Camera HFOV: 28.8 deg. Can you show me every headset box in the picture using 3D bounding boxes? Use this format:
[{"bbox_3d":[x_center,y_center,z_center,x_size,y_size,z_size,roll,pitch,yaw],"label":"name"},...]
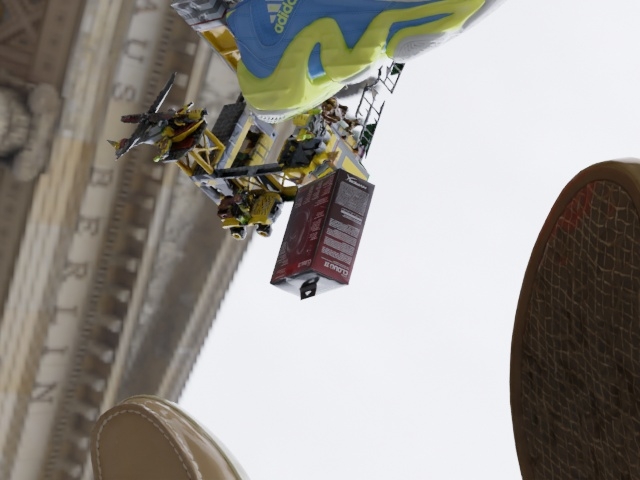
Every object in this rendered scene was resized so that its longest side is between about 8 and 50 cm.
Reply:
[{"bbox_3d":[0.000,0.000,0.840,0.062,0.032,0.083,-23,-132,59],"label":"headset box"}]

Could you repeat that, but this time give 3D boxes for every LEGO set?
[{"bbox_3d":[-0.050,-0.187,1.220,0.255,0.192,0.331,5,-121,45],"label":"LEGO set"}]

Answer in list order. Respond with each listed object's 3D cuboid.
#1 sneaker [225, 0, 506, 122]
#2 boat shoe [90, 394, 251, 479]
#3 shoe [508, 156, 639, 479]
[{"bbox_3d":[0.030,-0.192,0.980,0.240,0.091,0.126,-25,-84,10],"label":"sneaker"},{"bbox_3d":[-0.100,0.253,0.942,0.122,0.110,0.341,-41,-122,12],"label":"boat shoe"},{"bbox_3d":[0.109,0.081,0.414,0.077,0.058,0.219,6,-80,56],"label":"shoe"}]
